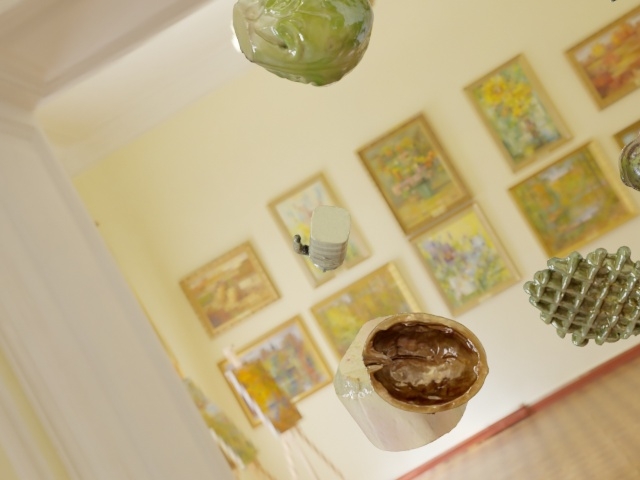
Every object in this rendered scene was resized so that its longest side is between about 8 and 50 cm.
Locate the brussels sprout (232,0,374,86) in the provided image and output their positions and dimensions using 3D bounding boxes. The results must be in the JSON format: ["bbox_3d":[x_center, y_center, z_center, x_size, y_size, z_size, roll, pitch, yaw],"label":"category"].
[{"bbox_3d":[-0.028,-0.371,1.706,0.244,0.244,0.244,-30,-5,-3],"label":"brussels sprout"}]

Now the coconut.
[{"bbox_3d":[0.159,0.280,1.878,0.239,0.244,0.239,-22,31,14],"label":"coconut"}]

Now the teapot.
[{"bbox_3d":[0.000,0.000,1.886,0.107,0.077,0.200,5,-18,0],"label":"teapot"}]

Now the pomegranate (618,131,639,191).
[{"bbox_3d":[0.616,-0.162,1.868,0.125,0.163,0.138,-21,4,11],"label":"pomegranate"}]

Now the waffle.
[{"bbox_3d":[0.631,0.137,2.287,0.291,0.309,0.056,-19,39,31],"label":"waffle"}]

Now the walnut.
[{"bbox_3d":[0.178,0.201,1.668,0.211,0.167,0.087,7,4,12],"label":"walnut"}]
